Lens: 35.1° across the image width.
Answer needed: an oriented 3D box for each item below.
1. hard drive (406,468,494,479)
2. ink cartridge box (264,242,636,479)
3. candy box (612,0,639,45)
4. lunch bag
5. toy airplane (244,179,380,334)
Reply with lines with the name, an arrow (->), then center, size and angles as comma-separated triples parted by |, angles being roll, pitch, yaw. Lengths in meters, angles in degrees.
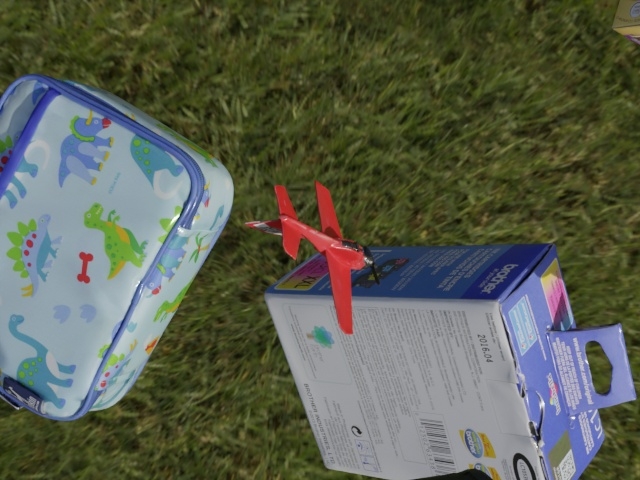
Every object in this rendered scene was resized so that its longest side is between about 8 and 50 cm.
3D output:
hard drive -> -0.007, 0.179, 0.374 | 0.172, 0.255, 0.054 | -7, 42, -6
ink cartridge box -> 0.157, 0.150, 1.188 | 0.151, 0.395, 0.270 | -37, 117, -42
candy box -> 0.334, -0.253, 0.897 | 0.109, 0.053, 0.187 | 22, 82, -32
lunch bag -> -0.181, 0.004, 0.719 | 0.176, 0.090, 0.219 | 33, 99, 13
toy airplane -> 0.000, 0.000, 0.853 | 0.028, 0.151, 0.151 | -31, 87, 33
